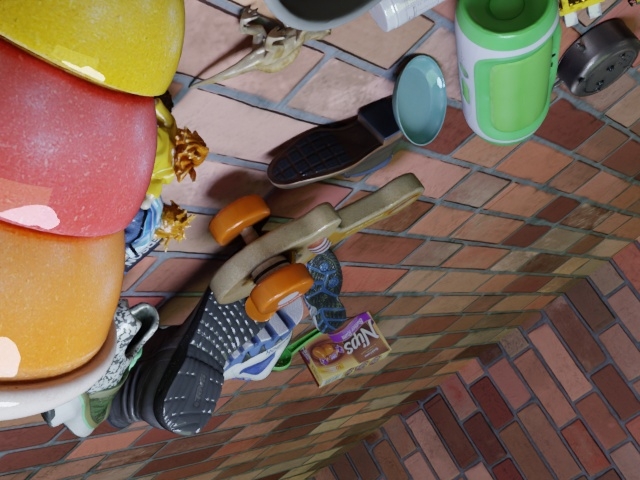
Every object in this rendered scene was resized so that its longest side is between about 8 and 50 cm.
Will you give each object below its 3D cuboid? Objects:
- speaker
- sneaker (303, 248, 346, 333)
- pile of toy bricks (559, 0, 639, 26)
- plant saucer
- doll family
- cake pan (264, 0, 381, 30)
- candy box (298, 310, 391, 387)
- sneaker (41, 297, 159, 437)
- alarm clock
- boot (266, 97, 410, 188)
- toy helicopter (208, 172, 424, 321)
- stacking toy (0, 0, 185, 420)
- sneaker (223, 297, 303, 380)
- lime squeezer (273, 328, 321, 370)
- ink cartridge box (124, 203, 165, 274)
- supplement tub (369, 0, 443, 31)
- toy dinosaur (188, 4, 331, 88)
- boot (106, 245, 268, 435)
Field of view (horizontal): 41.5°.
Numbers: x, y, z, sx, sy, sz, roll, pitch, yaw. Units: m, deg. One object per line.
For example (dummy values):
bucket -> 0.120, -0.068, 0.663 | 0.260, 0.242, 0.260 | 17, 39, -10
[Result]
speaker -> 0.246, -0.237, 1.118 | 0.131, 0.131, 0.296 | -31, 158, 0
sneaker -> -0.007, 0.081, 1.538 | 0.080, 0.081, 0.211 | -22, 139, -17
pile of toy bricks -> 0.390, -0.372, 1.079 | 0.212, 0.118, 0.105 | -18, 131, 10
plant saucer -> 0.129, -0.188, 1.133 | 0.021, 0.119, 0.119 | 7, -174, 40
doll family -> -0.197, -0.048, 0.868 | 0.163, 0.118, 0.263 | -4, 122, -55
cake pan -> 0.036, -0.298, 0.623 | 0.293, 0.054, 0.293 | -43, 159, -21
candy box -> 0.053, 0.245, 1.905 | 0.187, 0.109, 0.053 | -20, 155, -24
sneaker -> -0.294, 0.161, 1.153 | 0.182, 0.158, 0.410 | -29, 176, -13
alarm clock -> 0.465, -0.295, 1.363 | 0.192, 0.064, 0.129 | -24, 157, -25
boot -> 0.027, -0.107, 1.169 | 0.219, 0.082, 0.106 | -27, 155, -16
toy helicopter -> 0.000, 0.000, 1.215 | 0.355, 0.140, 0.235 | -27, 165, -24
stacking toy -> -0.217, -0.149, 0.603 | 0.480, 0.350, 0.351 | -58, 151, 12
sneaker -> -0.168, 0.213, 1.520 | 0.315, 0.127, 0.182 | -26, 151, -15
lime squeezer -> -0.097, 0.233, 1.760 | 0.310, 0.059, 0.110 | 0, 143, -50
ink cartridge box -> -0.302, 0.001, 1.005 | 0.165, 0.065, 0.333 | -39, 158, 16
supplement tub -> 0.102, -0.281, 0.912 | 0.107, 0.071, 0.071 | -29, 158, -2
toy dinosaur -> -0.055, -0.204, 0.898 | 0.183, 0.053, 0.092 | -28, 159, -8
boot -> -0.212, 0.143, 1.330 | 0.223, 0.118, 0.338 | -5, -135, 50
